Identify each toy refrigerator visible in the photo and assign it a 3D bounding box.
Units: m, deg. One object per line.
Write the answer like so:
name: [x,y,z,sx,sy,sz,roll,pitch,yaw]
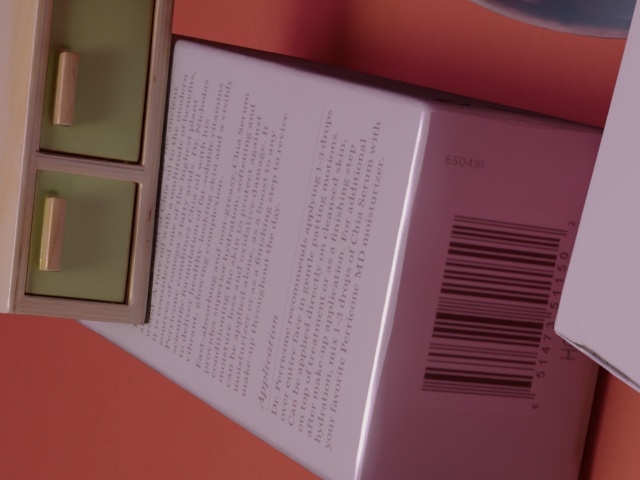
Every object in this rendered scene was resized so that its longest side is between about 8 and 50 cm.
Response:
toy refrigerator: [-0.169,-0.080,1.302,0.094,0.102,0.269,0,84,61]

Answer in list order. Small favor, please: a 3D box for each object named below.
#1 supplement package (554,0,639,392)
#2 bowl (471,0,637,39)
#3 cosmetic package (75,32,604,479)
supplement package: [0.234,-0.005,0.673,0.262,0.145,0.204,39,124,51]
bowl: [0.167,-0.258,0.898,0.311,0.311,0.163,-48,32,46]
cosmetic package: [0.000,0.000,1.252,0.453,0.161,0.230,23,105,59]
